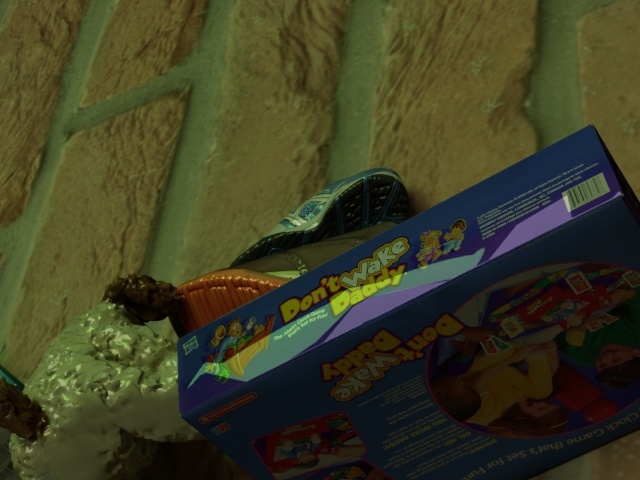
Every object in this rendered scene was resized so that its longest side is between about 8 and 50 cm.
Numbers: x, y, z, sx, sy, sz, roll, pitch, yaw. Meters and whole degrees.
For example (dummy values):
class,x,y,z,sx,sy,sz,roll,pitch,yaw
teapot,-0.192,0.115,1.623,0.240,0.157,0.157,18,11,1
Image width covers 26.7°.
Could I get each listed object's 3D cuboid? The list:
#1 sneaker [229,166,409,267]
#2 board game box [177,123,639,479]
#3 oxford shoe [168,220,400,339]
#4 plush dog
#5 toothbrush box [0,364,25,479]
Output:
class,x,y,z,sx,sy,sz,roll,pitch,yaw
sneaker,0.000,0.000,1.322,0.211,0.080,0.081,-31,13,16
board game box,0.102,0.090,1.005,0.347,0.233,0.078,-28,40,16
oxford shoe,0.014,0.056,1.232,0.364,0.130,0.133,-4,27,38
plush dog,-0.204,0.146,1.220,0.262,0.211,0.225,-62,14,10
toothbrush box,-0.407,0.210,1.407,0.216,0.126,0.295,-50,38,-11
